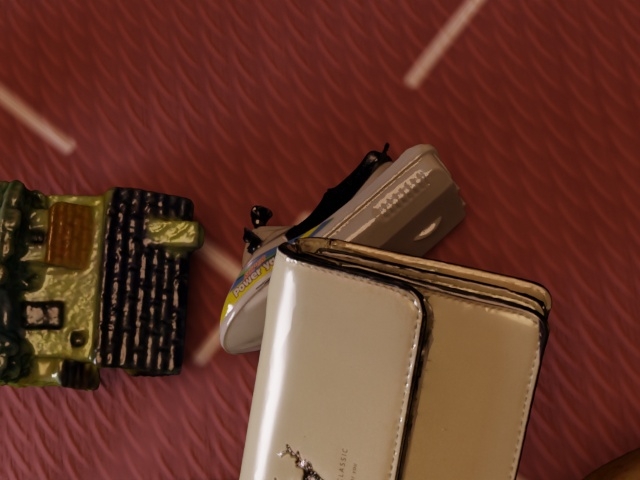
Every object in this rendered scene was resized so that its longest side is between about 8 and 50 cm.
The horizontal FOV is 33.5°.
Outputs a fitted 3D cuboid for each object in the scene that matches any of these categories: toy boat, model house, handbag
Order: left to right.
[{"bbox_3d":[-0.223,0.047,1.034,0.211,0.170,0.194,-1,76,8],"label":"model house"},{"bbox_3d":[0.008,0.002,1.026,0.269,0.141,0.141,-27,75,5],"label":"toy boat"},{"bbox_3d":[0.047,0.193,0.910,0.236,0.160,0.358,13,101,14],"label":"handbag"}]

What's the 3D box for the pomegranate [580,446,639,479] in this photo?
[{"bbox_3d":[0.307,0.288,0.841,0.307,0.307,0.307,-2,78,9],"label":"pomegranate"}]
